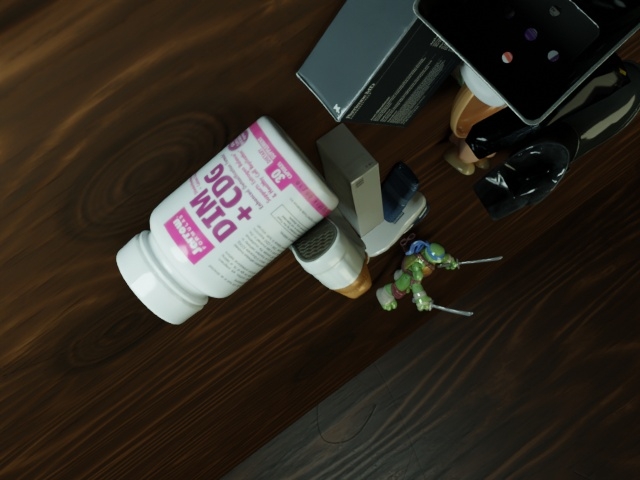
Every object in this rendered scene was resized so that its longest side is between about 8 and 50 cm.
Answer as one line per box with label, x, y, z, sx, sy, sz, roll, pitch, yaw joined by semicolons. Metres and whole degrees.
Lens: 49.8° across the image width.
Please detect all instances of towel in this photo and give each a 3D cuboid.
towel;0.153;-0.095;1.391;0.029;0.067;0.119;-16;150;-41

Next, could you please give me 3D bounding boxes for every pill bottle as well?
pill bottle;0.305;-0.286;0.998;0.193;0.108;0.108;-34;159;-12
pill bottle;-0.129;-0.023;0.949;0.283;0.160;0.160;-40;159;5

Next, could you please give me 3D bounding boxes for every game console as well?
game console;0.328;-0.215;1.018;0.213;0.044;0.361;-27;-171;24

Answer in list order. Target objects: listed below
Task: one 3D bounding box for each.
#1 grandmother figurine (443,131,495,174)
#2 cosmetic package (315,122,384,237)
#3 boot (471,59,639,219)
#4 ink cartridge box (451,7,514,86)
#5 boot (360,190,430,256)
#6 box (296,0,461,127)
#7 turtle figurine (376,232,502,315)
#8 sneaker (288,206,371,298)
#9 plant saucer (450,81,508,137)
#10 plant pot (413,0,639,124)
grandmother figurine;0.355;-0.277;1.307;0.207;0.104;0.342;-28;156;-44
cosmetic package;0.056;-0.098;1.188;0.060;0.099;0.239;-38;160;-7
boot;0.542;-0.233;1.523;0.367;0.146;0.445;-50;166;31
ink cartridge box;0.248;-0.316;1.089;0.109;0.062;0.209;-38;160;0
boot;0.172;-0.028;1.559;0.190;0.069;0.086;-43;156;8
box;0.118;-0.279;0.898;0.261;0.103;0.184;-50;160;28
turtle figurine;0.292;0.121;1.841;0.274;0.198;0.266;21;152;-19
sneaker;0.000;0.000;1.053;0.106;0.290;0.123;-40;119;8
plant saucer;0.292;-0.254;1.150;0.200;0.037;0.200;-33;160;-13
plant pot;0.245;-0.252;0.787;0.187;0.188;0.167;-45;171;14
